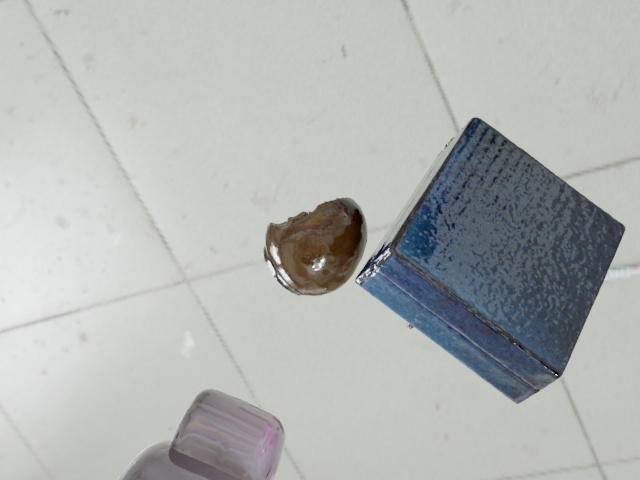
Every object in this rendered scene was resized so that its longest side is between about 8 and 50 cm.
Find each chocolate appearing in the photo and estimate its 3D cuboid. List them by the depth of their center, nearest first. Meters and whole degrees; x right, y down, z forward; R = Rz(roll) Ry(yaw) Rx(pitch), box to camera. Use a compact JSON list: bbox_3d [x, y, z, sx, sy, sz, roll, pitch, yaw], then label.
[{"bbox_3d":[0.000,0.000,1.374,0.127,0.124,0.133,46,124,5],"label":"chocolate"}]

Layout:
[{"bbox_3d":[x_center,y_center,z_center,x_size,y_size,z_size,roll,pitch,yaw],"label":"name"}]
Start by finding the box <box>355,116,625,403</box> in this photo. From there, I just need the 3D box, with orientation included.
[{"bbox_3d":[0.225,0.020,1.345,0.261,0.279,0.116,38,141,-3],"label":"box"}]

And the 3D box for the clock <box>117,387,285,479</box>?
[{"bbox_3d":[-0.119,0.283,0.712,0.113,0.295,0.322,22,124,5],"label":"clock"}]

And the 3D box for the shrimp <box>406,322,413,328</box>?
[{"bbox_3d":[0.183,0.120,1.815,0.034,0.124,0.178,24,141,17],"label":"shrimp"}]
